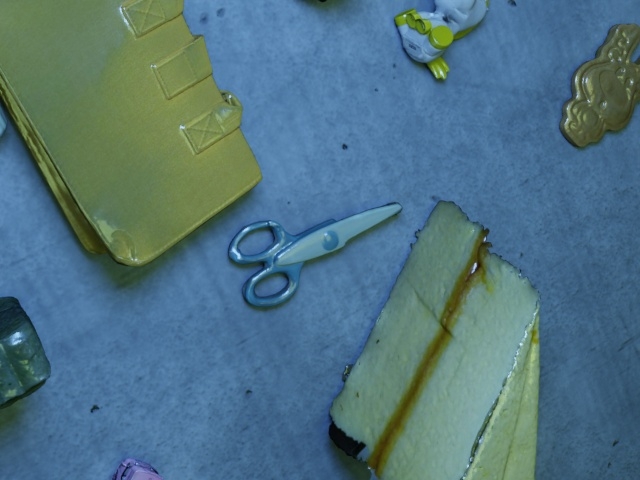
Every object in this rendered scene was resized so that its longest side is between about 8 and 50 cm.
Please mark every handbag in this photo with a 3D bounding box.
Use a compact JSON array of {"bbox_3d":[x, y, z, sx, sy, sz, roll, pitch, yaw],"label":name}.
[{"bbox_3d":[-0.266,-0.191,1.335,0.283,0.133,0.400,-34,111,-21],"label":"handbag"}]

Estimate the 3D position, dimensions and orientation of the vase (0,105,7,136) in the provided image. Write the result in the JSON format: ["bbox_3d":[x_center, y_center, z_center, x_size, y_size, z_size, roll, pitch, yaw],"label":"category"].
[{"bbox_3d":[-0.489,-0.221,1.230,0.128,0.128,0.248,-41,122,-14],"label":"vase"}]

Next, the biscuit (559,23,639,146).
[{"bbox_3d":[0.502,-0.266,1.724,0.144,0.040,0.236,42,78,-19],"label":"biscuit"}]

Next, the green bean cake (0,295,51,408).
[{"bbox_3d":[-0.451,0.163,1.273,0.185,0.183,0.094,-26,112,-19],"label":"green bean cake"}]

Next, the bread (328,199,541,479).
[{"bbox_3d":[0.172,0.179,1.480,0.242,0.346,0.404,-8,108,-27],"label":"bread"}]

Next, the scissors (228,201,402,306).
[{"bbox_3d":[0.000,0.000,1.531,0.289,0.041,0.138,-23,109,-16],"label":"scissors"}]

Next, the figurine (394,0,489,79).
[{"bbox_3d":[0.202,-0.351,1.549,0.178,0.109,0.129,-52,141,-9],"label":"figurine"}]

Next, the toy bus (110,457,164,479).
[{"bbox_3d":[-0.300,0.417,1.436,0.063,0.090,0.203,31,86,-26],"label":"toy bus"}]
